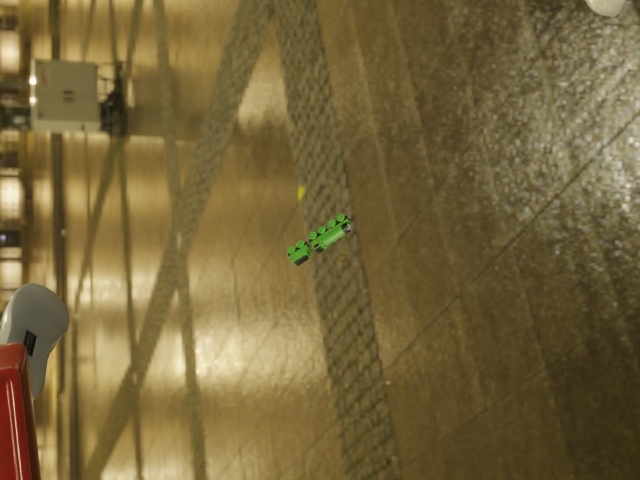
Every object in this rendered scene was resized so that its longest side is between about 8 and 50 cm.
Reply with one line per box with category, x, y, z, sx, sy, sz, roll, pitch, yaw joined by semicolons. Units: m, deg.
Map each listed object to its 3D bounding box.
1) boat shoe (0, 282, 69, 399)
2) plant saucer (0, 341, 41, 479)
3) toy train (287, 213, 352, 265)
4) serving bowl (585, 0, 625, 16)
boat shoe;-0.415;0.149;1.291;0.084;0.095;0.258;-43;18;18
plant saucer;-0.432;0.256;1.055;0.048;0.258;0.259;-12;84;52
toy train;0.000;0.000;1.051;0.017;0.083;0.023;44;-163;-52
serving bowl;0.233;-0.228;0.787;0.083;0.027;0.083;0;-90;-90
